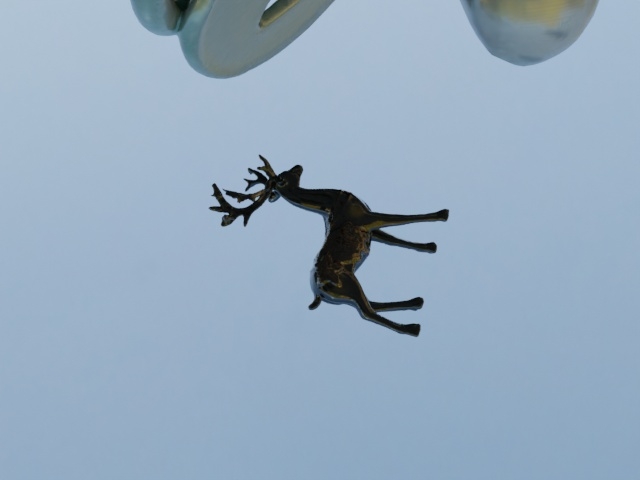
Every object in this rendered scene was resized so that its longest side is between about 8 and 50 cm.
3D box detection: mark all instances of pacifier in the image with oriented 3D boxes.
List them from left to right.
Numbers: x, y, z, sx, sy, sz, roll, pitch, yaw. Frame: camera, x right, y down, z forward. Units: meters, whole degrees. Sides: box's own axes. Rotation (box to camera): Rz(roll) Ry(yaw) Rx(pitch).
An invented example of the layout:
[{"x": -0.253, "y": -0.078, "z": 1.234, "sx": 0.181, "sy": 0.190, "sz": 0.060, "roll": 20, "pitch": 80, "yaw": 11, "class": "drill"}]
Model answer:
[{"x": 0.037, "y": -0.192, "z": 1.009, "sx": 0.269, "sy": 0.343, "sz": 0.288, "roll": 37, "pitch": -122, "yaw": 16, "class": "pacifier"}]

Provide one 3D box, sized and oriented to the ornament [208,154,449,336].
[{"x": 0.000, "y": 0.000, "z": 0.910, "sx": 0.125, "sy": 0.028, "sz": 0.073, "roll": 18, "pitch": -104, "yaw": -5, "class": "ornament"}]
